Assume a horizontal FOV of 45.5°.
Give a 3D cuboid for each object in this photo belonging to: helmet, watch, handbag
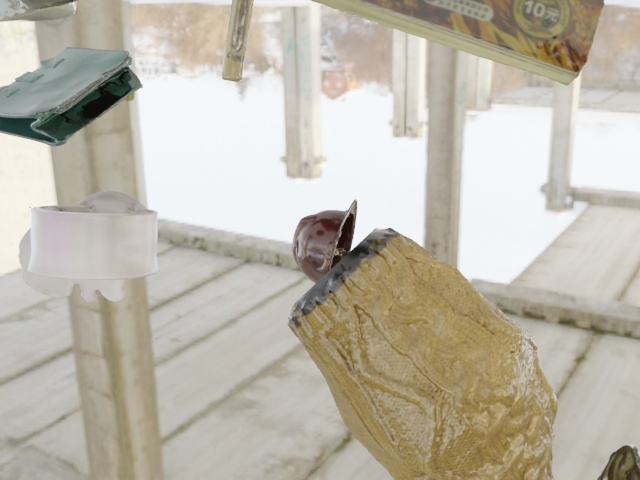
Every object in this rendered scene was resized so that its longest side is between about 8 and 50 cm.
[{"bbox_3d":[0.000,0.000,0.828,0.057,0.111,0.089,19,-141,14],"label":"helmet"},{"bbox_3d":[-0.387,0.019,1.247,0.244,0.196,0.231,1,-173,-6],"label":"watch"},{"bbox_3d":[-0.529,-0.294,1.574,0.274,0.100,0.269,11,-134,36],"label":"handbag"}]

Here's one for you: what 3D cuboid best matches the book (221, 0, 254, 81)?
[{"bbox_3d":[-0.056,-0.313,0.700,0.021,0.311,0.217,9,-162,-8],"label":"book"}]

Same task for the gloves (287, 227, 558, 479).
[{"bbox_3d":[0.120,0.149,0.733,0.203,0.356,0.155,-43,-161,1],"label":"gloves"}]

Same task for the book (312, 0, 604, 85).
[{"bbox_3d":[0.194,-0.403,0.833,0.300,0.428,0.039,19,167,4],"label":"book"}]

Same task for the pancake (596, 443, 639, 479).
[{"bbox_3d":[0.175,0.232,0.449,0.029,0.212,0.235,6,158,8],"label":"pancake"}]

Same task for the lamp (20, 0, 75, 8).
[{"bbox_3d":[-0.251,-0.336,0.856,0.250,0.101,0.101,-29,-171,20],"label":"lamp"}]

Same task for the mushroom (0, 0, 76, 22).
[{"bbox_3d":[-0.487,-0.535,1.157,0.177,0.397,0.126,-4,-160,-5],"label":"mushroom"}]
